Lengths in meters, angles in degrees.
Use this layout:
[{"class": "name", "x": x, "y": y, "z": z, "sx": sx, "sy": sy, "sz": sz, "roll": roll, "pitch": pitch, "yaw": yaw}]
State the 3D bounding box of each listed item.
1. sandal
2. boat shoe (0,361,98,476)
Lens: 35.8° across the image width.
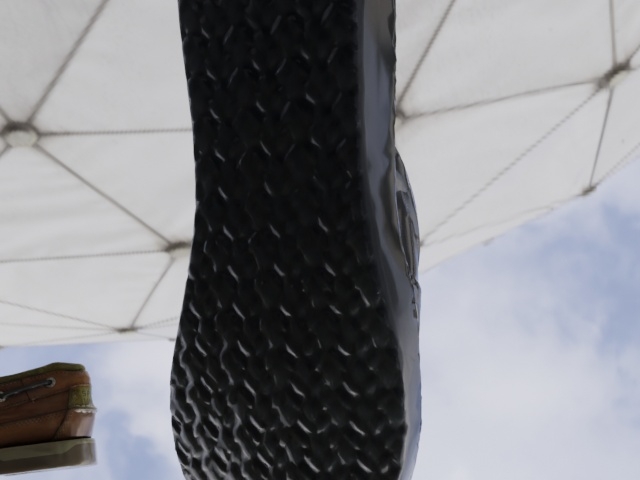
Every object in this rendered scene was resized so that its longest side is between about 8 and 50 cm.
[{"class": "sandal", "x": 0.002, "y": -0.001, "z": 0.600, "sx": 0.168, "sy": 0.107, "sz": 0.445, "roll": 9, "pitch": -77, "yaw": 33}, {"class": "boat shoe", "x": -0.364, "y": 0.173, "z": 0.922, "sx": 0.307, "sy": 0.111, "sz": 0.104, "roll": -3, "pitch": -103, "yaw": -14}]
